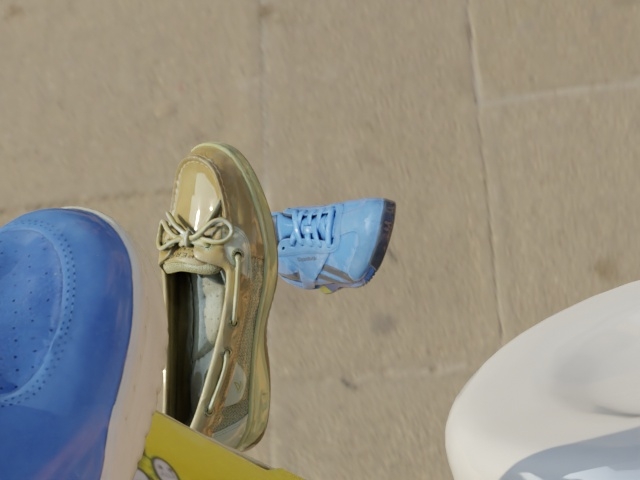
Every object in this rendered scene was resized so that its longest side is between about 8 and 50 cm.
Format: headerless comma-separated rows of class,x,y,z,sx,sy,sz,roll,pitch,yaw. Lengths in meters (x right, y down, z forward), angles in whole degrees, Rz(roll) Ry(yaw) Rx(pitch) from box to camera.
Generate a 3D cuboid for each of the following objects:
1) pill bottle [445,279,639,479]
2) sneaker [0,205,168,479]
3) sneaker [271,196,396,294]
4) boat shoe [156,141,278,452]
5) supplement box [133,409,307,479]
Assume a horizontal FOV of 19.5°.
pill bottle,0.188,0.201,0.699,0.204,0.204,0.361,-16,104,3
sneaker,-0.086,0.037,0.285,0.058,0.084,0.152,22,63,37
sneaker,0.000,0.000,1.611,0.082,0.209,0.069,20,74,-16
boat shoe,-0.056,0.029,0.899,0.056,0.048,0.153,5,97,41
supplement box,-0.164,0.211,0.559,0.356,0.194,0.195,-47,31,21
